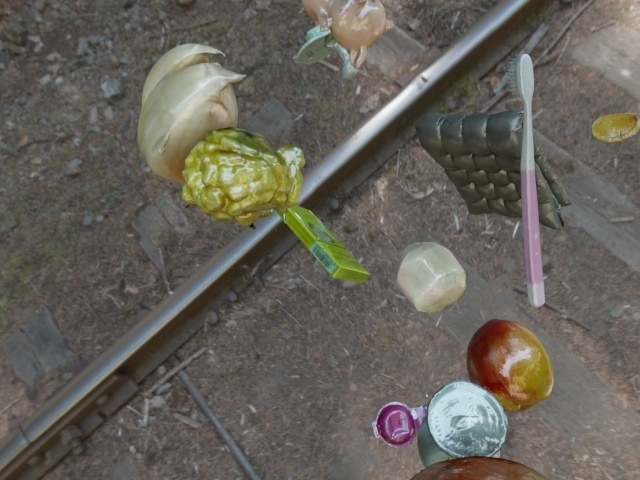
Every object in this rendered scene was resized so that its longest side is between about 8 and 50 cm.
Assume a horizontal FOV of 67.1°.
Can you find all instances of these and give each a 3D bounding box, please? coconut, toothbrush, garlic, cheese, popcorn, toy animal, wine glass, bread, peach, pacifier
[{"bbox_3d":[0.273,0.085,1.227,0.170,0.171,0.183,-32,55,1],"label":"coconut"},{"bbox_3d":[0.234,-0.059,0.545,0.020,0.025,0.287,-13,104,-14],"label":"toothbrush"},{"bbox_3d":[-0.270,-0.257,1.008,0.249,0.313,0.286,13,60,3],"label":"garlic"},{"bbox_3d":[0.305,0.650,1.730,0.244,0.062,0.155,-13,67,-10],"label":"cheese"},{"bbox_3d":[-0.136,-0.106,0.845,0.218,0.189,0.170,40,115,50],"label":"popcorn"},{"bbox_3d":[0.030,-0.302,0.626,0.083,0.089,0.150,-42,77,16],"label":"toy animal"},{"bbox_3d":[0.408,0.569,1.411,0.266,0.406,0.267,-6,57,10],"label":"wine glass"},{"bbox_3d":[0.730,-0.281,1.197,0.109,0.024,0.110,-19,41,17],"label":"bread"},{"bbox_3d":[0.677,0.446,1.744,0.307,0.308,0.333,-15,61,8],"label":"peach"},{"bbox_3d":[0.033,-0.358,0.917,0.150,0.127,0.117,-29,91,2],"label":"pacifier"}]

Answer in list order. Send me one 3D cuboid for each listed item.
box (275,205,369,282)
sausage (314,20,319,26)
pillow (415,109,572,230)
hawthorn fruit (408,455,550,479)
[{"bbox_3d":[0.000,0.000,1.531,0.047,0.187,0.335,-50,58,15],"label":"box"},{"bbox_3d":[0.004,-0.533,1.228,0.034,0.034,0.084,-9,80,10],"label":"sausage"},{"bbox_3d":[0.365,-0.149,1.004,0.228,0.326,0.101,11,66,46],"label":"pillow"},{"bbox_3d":[0.300,0.589,0.900,0.402,0.403,0.404,-4,72,11],"label":"hawthorn fruit"}]
